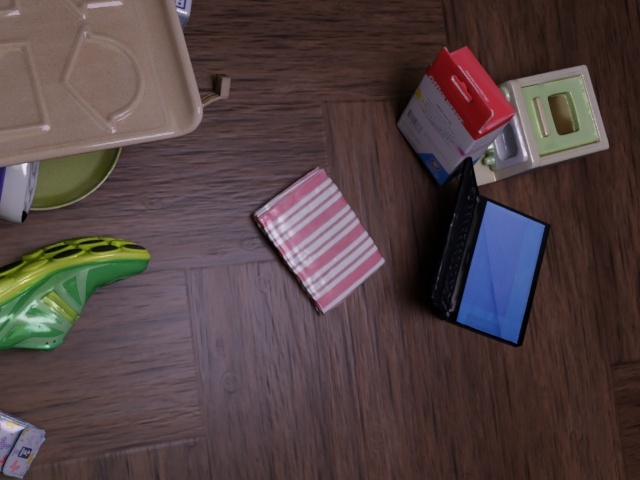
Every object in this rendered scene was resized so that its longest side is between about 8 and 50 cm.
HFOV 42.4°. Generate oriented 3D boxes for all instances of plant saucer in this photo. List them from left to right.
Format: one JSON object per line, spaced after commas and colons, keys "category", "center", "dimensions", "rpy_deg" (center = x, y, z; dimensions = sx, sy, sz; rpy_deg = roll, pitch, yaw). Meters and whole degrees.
{"category": "plant saucer", "center": [-0.402, -0.160, 1.163], "dimensions": [0.240, 0.037, 0.241], "rpy_deg": [2, 83, -20]}

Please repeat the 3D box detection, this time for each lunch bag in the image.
{"category": "lunch bag", "center": [-0.417, 0.270, 1.097], "dimensions": [0.083, 0.053, 0.071], "rpy_deg": [35, 74, -23]}

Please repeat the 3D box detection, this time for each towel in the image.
{"category": "towel", "center": [0.000, 0.000, 1.304], "dimensions": [0.144, 0.029, 0.197], "rpy_deg": [-38, 100, -21]}

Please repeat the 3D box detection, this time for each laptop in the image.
{"category": "laptop", "center": [0.285, 0.028, 1.347], "dimensions": [0.136, 0.264, 0.235], "rpy_deg": [12, 76, 18]}

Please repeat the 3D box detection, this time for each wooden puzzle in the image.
{"category": "wooden puzzle", "center": [-0.350, -0.251, 1.007], "dimensions": [0.347, 0.080, 0.322], "rpy_deg": [-14, 85, -19]}

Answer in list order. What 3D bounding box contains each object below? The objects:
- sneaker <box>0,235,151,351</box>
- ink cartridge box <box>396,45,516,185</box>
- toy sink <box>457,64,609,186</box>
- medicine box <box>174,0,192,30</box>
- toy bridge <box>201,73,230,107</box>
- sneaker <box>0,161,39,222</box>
{"category": "sneaker", "center": [-0.371, 0.080, 1.124], "dimensions": [0.295, 0.109, 0.124], "rpy_deg": [-25, 115, -23]}
{"category": "ink cartridge box", "center": [0.214, -0.201, 1.283], "dimensions": [0.078, 0.231, 0.134], "rpy_deg": [-29, 77, -21]}
{"category": "toy sink", "center": [0.348, -0.193, 1.401], "dimensions": [0.234, 0.131, 0.153], "rpy_deg": [-14, 88, -21]}
{"category": "medicine box", "center": [-0.320, -0.450, 1.169], "dimensions": [0.289, 0.149, 0.264], "rpy_deg": [10, 80, -19]}
{"category": "toy bridge", "center": [-0.223, -0.213, 1.225], "dimensions": [0.188, 0.026, 0.063], "rpy_deg": [-10, 123, -35]}
{"category": "sneaker", "center": [-0.484, -0.186, 1.054], "dimensions": [0.236, 0.130, 0.323], "rpy_deg": [2, 85, -15]}
